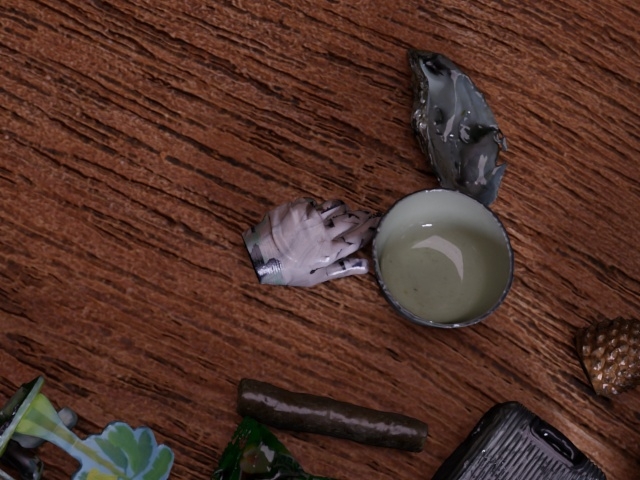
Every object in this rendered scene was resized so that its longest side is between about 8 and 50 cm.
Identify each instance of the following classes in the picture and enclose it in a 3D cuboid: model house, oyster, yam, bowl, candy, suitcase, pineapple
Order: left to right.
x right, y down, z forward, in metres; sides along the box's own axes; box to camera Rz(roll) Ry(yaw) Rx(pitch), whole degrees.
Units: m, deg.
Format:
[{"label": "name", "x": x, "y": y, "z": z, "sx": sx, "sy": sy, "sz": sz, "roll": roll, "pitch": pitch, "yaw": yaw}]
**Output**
[{"label": "model house", "x": -0.352, "y": 0.386, "z": 1.666, "sx": 0.313, "sy": 0.242, "sz": 0.357, "roll": 38, "pitch": 69, "yaw": -13}, {"label": "candy", "x": -0.056, "y": 0.348, "z": 1.762, "sx": 0.203, "sy": 0.078, "sz": 0.141, "roll": 38, "pitch": 82, "yaw": -8}, {"label": "yam", "x": 0.015, "y": 0.250, "z": 1.811, "sx": 0.274, "sy": 0.061, "sz": 0.061, "roll": 12, "pitch": 71, "yaw": -4}, {"label": "bowl", "x": 0.169, "y": 0.037, "z": 1.872, "sx": 0.211, "sy": 0.112, "sz": 0.211, "roll": 2, "pitch": 73, "yaw": -7}, {"label": "oyster", "x": 0.193, "y": -0.170, "z": 1.954, "sx": 0.252, "sy": 0.087, "sz": 0.199, "roll": 41, "pitch": 62, "yaw": -2}, {"label": "suitcase", "x": 0.233, "y": 0.385, "z": 1.760, "sx": 0.202, "sy": 0.128, "sz": 0.312, "roll": 39, "pitch": 75, "yaw": 4}, {"label": "pineapple", "x": 0.507, "y": 0.130, "z": 1.845, "sx": 0.277, "sy": 0.119, "sz": 0.130, "roll": -20, "pitch": 111, "yaw": 7}]

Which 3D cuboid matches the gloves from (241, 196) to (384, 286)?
[{"label": "gloves", "x": -0.001, "y": -0.005, "z": 1.868, "sx": 0.212, "sy": 0.111, "sz": 0.127, "roll": -21, "pitch": 72, "yaw": -6}]
